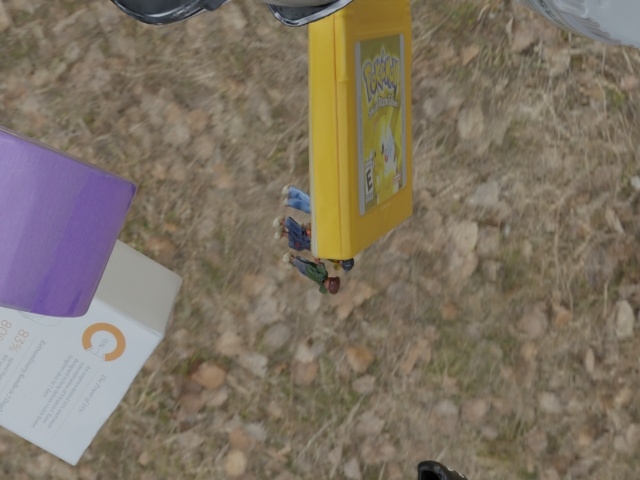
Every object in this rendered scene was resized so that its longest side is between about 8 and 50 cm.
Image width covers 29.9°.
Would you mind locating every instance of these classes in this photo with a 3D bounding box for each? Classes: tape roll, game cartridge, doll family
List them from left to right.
[{"bbox_3d":[-0.251,-0.046,0.711,0.274,0.275,0.090,23,90,4],"label":"tape roll"},{"bbox_3d":[0.000,0.000,1.669,0.111,0.076,0.193,30,159,30],"label":"doll family"},{"bbox_3d":[0.053,-0.163,1.356,0.052,0.285,0.324,4,103,18],"label":"game cartridge"}]

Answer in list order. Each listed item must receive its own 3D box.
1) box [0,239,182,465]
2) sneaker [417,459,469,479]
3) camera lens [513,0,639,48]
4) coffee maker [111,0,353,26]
[{"bbox_3d":[-0.372,0.070,1.426,0.345,0.168,0.215,32,111,-11],"label":"box"},{"bbox_3d":[0.062,0.352,1.188,0.108,0.302,0.121,-7,128,50],"label":"sneaker"},{"bbox_3d":[0.220,-0.297,1.007,0.219,0.274,0.219,-11,120,-20],"label":"camera lens"},{"bbox_3d":[-0.062,-0.178,0.565,0.171,0.178,0.120,35,111,14],"label":"coffee maker"}]
